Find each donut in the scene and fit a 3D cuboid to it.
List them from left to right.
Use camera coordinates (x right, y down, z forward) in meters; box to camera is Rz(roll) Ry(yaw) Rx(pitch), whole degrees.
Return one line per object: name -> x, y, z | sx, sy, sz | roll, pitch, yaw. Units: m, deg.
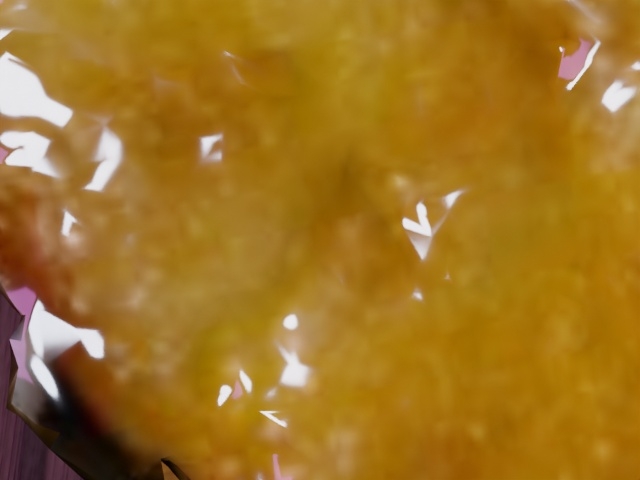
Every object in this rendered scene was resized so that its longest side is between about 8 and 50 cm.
donut -> 0.092, -0.114, 0.420 | 0.163, 0.377, 0.435 | -97, 6, -82

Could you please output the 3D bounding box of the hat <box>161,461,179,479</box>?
hat -> 0.000, 0.000, 0.670 | 0.233, 0.244, 0.233 | -49, 33, 21
